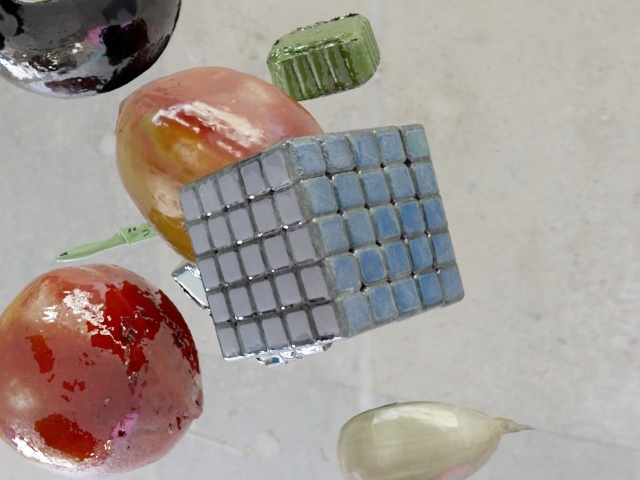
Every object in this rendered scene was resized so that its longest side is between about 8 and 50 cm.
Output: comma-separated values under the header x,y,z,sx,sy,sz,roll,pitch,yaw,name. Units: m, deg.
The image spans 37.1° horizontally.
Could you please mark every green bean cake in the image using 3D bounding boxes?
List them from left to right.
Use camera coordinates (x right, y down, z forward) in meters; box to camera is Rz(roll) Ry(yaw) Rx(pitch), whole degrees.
x,y,z,sx,sy,sz,roll,pitch,yaw,name
0.006,-0.367,1.905,0.214,0.200,0.113,-13,117,15,green bean cake

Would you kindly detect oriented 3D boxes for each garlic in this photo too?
x,y,z,sx,sy,sz,roll,pitch,yaw,name
0.109,0.201,0.942,0.198,0.128,0.090,-19,72,11,garlic

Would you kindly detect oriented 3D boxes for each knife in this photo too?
x,y,z,sx,sy,sz,roll,pitch,yaw,name
-0.398,-0.003,1.878,0.293,0.020,0.043,-14,68,17,knife

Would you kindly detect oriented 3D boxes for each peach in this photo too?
x,y,z,sx,sy,sz,roll,pitch,yaw,name
-0.352,0.204,1.513,0.370,0.370,0.370,3,95,37,peach
-0.152,-0.114,1.471,0.373,0.373,0.289,30,130,32,peach

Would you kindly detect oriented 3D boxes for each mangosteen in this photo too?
x,y,z,sx,sy,sz,roll,pitch,yaw,name
-0.303,-0.331,1.170,0.313,0.297,0.297,-34,72,50,mangosteen

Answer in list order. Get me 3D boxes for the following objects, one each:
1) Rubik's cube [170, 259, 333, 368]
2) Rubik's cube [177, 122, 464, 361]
x,y,z,sx,sy,sz,roll,pitch,yaw,name
-0.067,0.041,1.822,0.288,0.283,0.293,45,153,-12,Rubik's cube
0.000,0.000,1.174,0.238,0.237,0.237,-16,88,46,Rubik's cube
